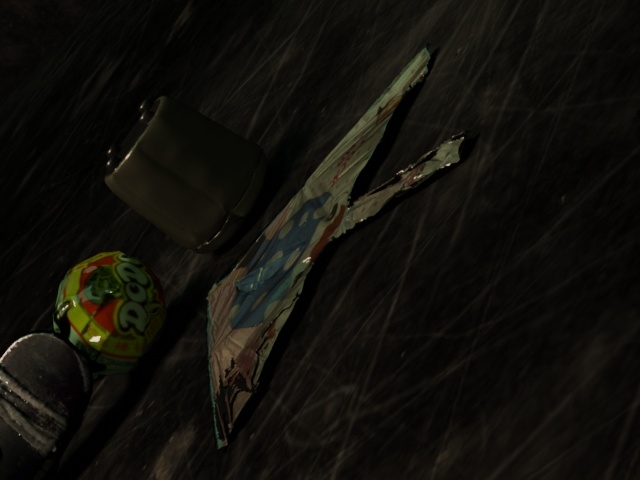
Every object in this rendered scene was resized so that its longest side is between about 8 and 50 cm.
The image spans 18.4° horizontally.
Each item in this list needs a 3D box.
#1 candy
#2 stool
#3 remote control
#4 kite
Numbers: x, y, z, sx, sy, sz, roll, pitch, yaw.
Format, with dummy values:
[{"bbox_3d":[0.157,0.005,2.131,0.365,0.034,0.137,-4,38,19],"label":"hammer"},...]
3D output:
[{"bbox_3d":[-0.199,0.103,1.537,0.305,0.083,0.091,133,149,-51],"label":"candy"},{"bbox_3d":[-0.101,-0.051,1.477,0.096,0.110,0.096,-52,14,19],"label":"stool"},{"bbox_3d":[-0.247,0.177,1.449,0.266,0.090,0.066,-54,-10,12],"label":"remote control"},{"bbox_3d":[0.000,0.000,1.265,0.314,0.011,0.335,-29,29,54],"label":"kite"}]
